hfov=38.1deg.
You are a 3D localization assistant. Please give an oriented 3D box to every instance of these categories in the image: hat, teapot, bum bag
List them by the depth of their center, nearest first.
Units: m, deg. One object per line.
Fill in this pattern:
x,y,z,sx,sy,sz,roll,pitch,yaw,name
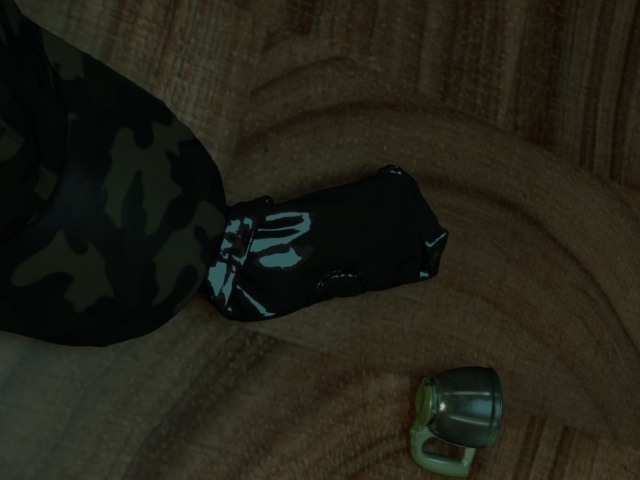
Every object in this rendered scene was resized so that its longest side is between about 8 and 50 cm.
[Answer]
-0.244,-0.069,0.756,0.381,0.257,0.366,16,77,-15,hat
0.000,0.000,0.994,0.326,0.079,0.142,-11,98,-31,bum bag
0.150,0.202,1.046,0.090,0.092,0.124,8,75,-10,teapot
